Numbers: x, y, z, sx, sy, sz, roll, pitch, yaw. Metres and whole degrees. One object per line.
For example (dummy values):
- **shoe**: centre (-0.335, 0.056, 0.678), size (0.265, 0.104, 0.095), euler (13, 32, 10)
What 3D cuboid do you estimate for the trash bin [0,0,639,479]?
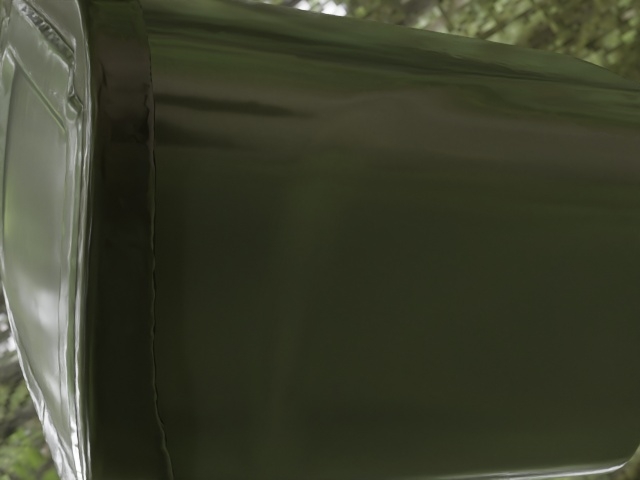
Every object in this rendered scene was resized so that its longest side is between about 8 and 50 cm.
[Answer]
- **trash bin**: centre (0.000, 0.000, 0.590), size (0.250, 0.219, 0.220), euler (2, -161, -22)
